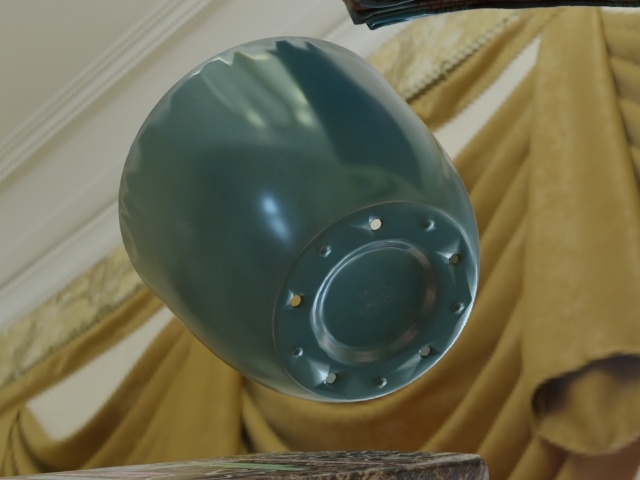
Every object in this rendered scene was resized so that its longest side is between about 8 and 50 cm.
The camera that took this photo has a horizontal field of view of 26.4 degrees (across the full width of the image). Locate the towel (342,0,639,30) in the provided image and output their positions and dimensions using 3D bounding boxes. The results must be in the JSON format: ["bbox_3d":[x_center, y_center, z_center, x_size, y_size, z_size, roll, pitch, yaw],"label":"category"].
[{"bbox_3d":[0.103,-0.263,1.204,0.271,0.370,0.040,-7,-64,-15],"label":"towel"}]

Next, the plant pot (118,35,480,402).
[{"bbox_3d":[0.000,0.000,1.168,0.293,0.235,0.293,-11,-61,-21],"label":"plant pot"}]

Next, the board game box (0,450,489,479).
[{"bbox_3d":[-0.071,0.207,0.531,0.291,0.232,0.141,2,-9,-44],"label":"board game box"}]
